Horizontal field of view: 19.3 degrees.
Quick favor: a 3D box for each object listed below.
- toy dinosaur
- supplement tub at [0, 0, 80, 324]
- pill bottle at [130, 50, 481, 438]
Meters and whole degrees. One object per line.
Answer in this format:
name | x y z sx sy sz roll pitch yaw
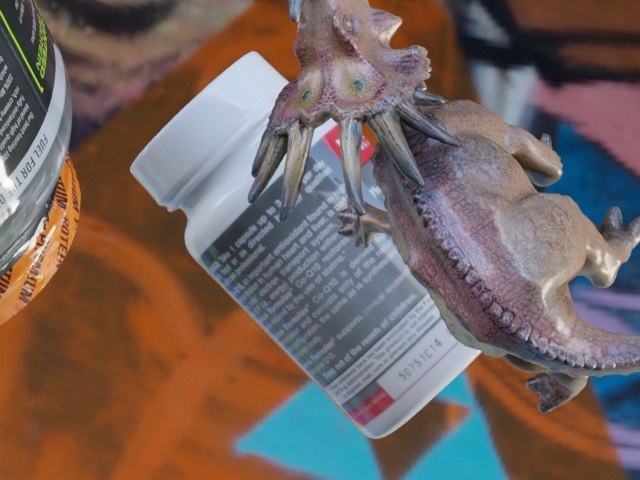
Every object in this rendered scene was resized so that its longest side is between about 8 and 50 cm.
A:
toy dinosaur | 0.072 -0.009 0.956 0.127 0.296 0.200 -47 -21 8
supplement tub | -0.137 -0.058 0.491 0.117 0.117 0.190 -1 -38 17
pill bottle | 0.000 0.000 1.444 0.283 0.161 0.161 46 -42 0
